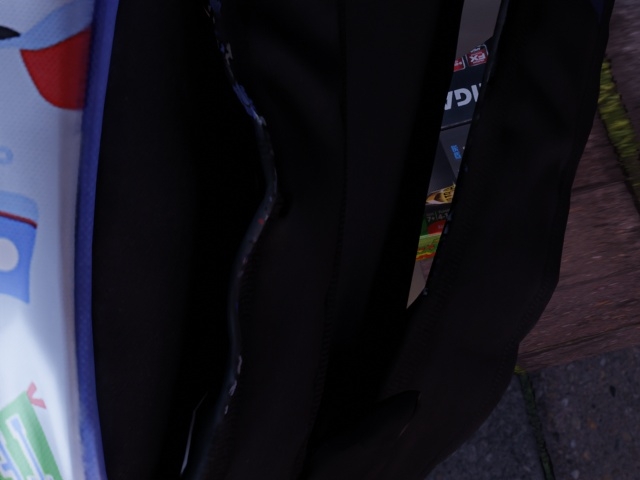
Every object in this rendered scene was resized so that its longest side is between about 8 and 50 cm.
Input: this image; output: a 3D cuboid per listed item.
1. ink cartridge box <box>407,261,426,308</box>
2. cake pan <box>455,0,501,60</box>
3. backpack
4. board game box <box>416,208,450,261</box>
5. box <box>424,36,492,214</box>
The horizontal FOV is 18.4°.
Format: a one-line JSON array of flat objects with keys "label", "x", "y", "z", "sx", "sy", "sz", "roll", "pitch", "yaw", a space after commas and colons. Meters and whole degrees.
[{"label": "ink cartridge box", "x": 0.017, "y": 0.094, "z": 1.484, "sx": 0.100, "sy": 0.172, "sz": 0.237, "roll": -11, "pitch": 169, "yaw": -12}, {"label": "cake pan", "x": -0.049, "y": -0.092, "z": 0.772, "sx": 0.293, "sy": 0.054, "sz": 0.293, "roll": -12, "pitch": 169, "yaw": -2}, {"label": "backpack", "x": -0.056, "y": -0.046, "z": 0.448, "sx": 0.213, "sy": 0.263, "sz": 0.276, "roll": 0, "pitch": 175, "yaw": 22}, {"label": "board game box", "x": 0.000, "y": 0.000, "z": 1.328, "sx": 0.181, "sy": 0.043, "sz": 0.092, "roll": -12, "pitch": 170, "yaw": -5}, {"label": "box", "x": 0.023, "y": -0.049, "z": 1.083, "sx": 0.175, "sy": 0.051, "sz": 0.220, "roll": -14, "pitch": 170, "yaw": 5}]
